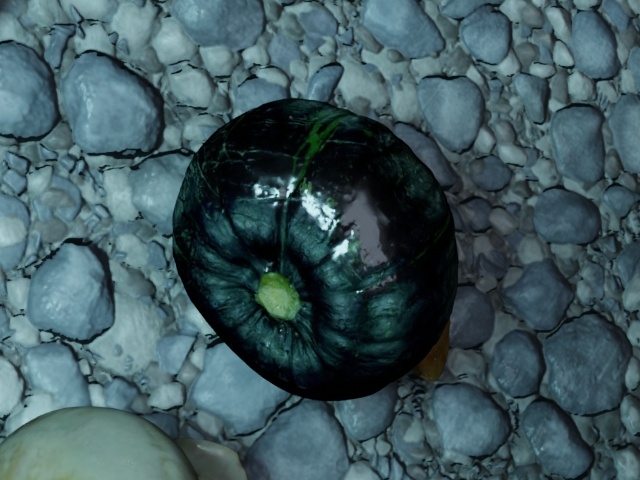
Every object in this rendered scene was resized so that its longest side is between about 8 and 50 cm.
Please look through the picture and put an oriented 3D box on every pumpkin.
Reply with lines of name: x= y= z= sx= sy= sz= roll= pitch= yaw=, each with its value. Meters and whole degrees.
pumpkin: x=0.000 y=0.000 z=1.149 sx=0.315 sy=0.315 sz=0.238 roll=51 pitch=47 yaw=-9

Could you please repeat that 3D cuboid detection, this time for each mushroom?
mushroom: x=-0.178 y=0.291 z=1.052 sx=0.290 sy=0.297 sz=0.297 roll=-11 pitch=87 yaw=-46

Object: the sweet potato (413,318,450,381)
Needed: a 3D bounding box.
sweet potato: x=0.101 y=0.039 z=1.290 sx=0.097 sy=0.097 sz=0.251 roll=-14 pitch=93 yaw=-23
